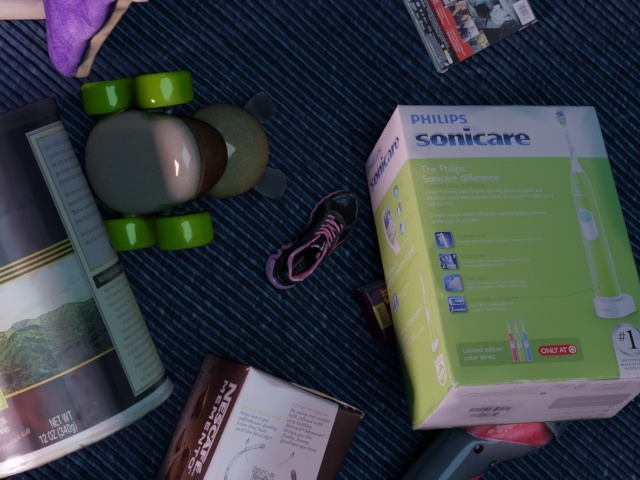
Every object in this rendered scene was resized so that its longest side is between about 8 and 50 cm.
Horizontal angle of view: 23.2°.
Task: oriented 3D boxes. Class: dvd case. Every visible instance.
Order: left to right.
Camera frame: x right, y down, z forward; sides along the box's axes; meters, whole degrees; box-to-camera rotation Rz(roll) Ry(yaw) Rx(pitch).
[{"bbox_3d":[0.149,-0.232,1.558,0.119,0.013,0.087,-30,99,-14],"label":"dvd case"}]

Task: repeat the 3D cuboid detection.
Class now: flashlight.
[{"bbox_3d":[0.125,0.243,1.516,0.103,0.103,0.304,38,83,12],"label":"flashlight"}]

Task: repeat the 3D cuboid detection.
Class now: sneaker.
[{"bbox_3d":[0.000,0.000,1.492,0.047,0.057,0.119,43,78,-11],"label":"sneaker"}]

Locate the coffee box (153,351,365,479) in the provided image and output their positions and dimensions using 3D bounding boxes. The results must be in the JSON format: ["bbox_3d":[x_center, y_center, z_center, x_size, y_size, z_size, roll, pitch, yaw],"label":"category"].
[{"bbox_3d":[-0.090,0.261,1.408,0.119,0.168,0.297,24,84,-16],"label":"coffee box"}]

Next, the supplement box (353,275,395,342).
[{"bbox_3d":[0.083,0.057,1.524,0.083,0.043,0.055,-25,99,-15],"label":"supplement box"}]

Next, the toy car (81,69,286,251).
[{"bbox_3d":[-0.108,-0.081,1.443,0.188,0.149,0.155,-14,99,-45],"label":"toy car"}]

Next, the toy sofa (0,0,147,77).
[{"bbox_3d":[-0.244,-0.244,1.257,0.150,0.362,0.177,-3,86,-17],"label":"toy sofa"}]

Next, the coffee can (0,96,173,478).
[{"bbox_3d":[-0.268,0.040,1.334,0.201,0.201,0.275,-24,97,-15],"label":"coffee can"}]

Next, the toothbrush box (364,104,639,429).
[{"bbox_3d":[0.174,0.021,1.456,0.206,0.122,0.283,-2,65,-17],"label":"toothbrush box"}]
